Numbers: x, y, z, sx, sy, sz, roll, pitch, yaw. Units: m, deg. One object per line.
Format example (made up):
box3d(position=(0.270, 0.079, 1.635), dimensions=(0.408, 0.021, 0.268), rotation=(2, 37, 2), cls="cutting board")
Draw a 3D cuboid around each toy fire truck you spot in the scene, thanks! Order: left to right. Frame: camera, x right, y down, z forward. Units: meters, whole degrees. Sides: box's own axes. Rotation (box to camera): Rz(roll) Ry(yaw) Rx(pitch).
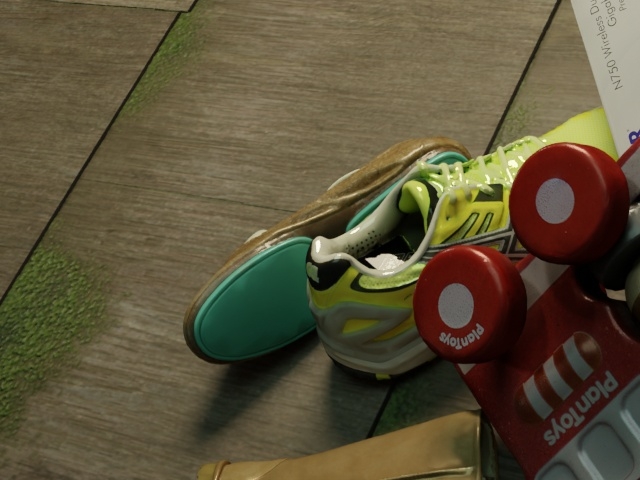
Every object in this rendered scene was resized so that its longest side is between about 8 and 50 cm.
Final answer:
box3d(position=(0.243, 0.070, 1.235), dimensions=(0.302, 0.169, 0.254), rotation=(-48, 59, 27), cls="toy fire truck")

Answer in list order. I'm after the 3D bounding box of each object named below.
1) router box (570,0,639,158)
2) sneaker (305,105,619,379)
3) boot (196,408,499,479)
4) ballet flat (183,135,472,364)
box3d(position=(0.396, -0.166, 1.321), dimensions=(0.301, 0.082, 0.335), rotation=(-27, 64, 32), cls="router box")
box3d(position=(0.158, -0.019, 1.415), dimensions=(0.384, 0.147, 0.145), rotation=(-35, 44, -10), cls="sneaker")
box3d(position=(0.017, 0.262, 1.288), dimensions=(0.269, 0.089, 0.236), rotation=(-11, 49, 15), cls="boot")
box3d(position=(0.000, 0.000, 1.512), dimensions=(0.342, 0.116, 0.124), rotation=(-37, 26, -8), cls="ballet flat")
